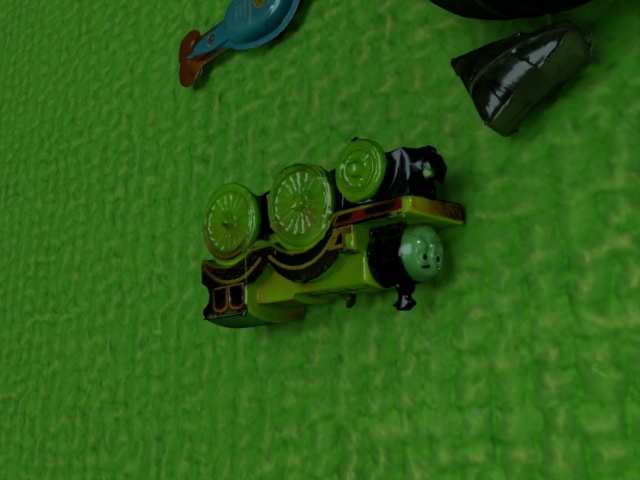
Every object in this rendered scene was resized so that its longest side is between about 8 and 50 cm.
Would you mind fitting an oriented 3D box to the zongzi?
[{"bbox_3d":[0.168,-0.162,0.660,0.109,0.055,0.119,-43,40,25],"label":"zongzi"}]

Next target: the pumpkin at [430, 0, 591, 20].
[{"bbox_3d":[0.164,-0.326,0.597,0.300,0.207,0.300,-28,52,43],"label":"pumpkin"}]

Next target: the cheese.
[{"bbox_3d":[-0.105,-0.274,0.974,0.256,0.037,0.106,-21,63,41],"label":"cheese"}]

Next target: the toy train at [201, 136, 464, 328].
[{"bbox_3d":[0.000,0.000,0.745,0.296,0.100,0.161,-15,75,41],"label":"toy train"}]
